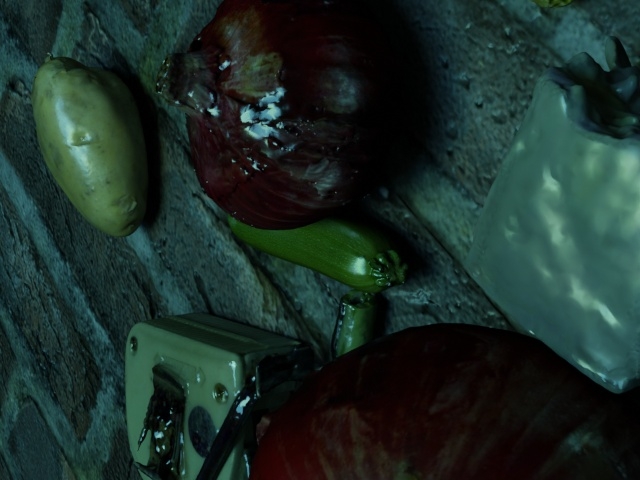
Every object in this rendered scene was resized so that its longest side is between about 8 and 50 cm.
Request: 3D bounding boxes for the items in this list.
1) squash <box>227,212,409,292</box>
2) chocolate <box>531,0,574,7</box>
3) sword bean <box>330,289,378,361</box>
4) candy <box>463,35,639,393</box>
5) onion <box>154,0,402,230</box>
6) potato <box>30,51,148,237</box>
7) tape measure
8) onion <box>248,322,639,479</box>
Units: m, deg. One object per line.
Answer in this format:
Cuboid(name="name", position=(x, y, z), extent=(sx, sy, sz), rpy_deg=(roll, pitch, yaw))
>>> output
Cuboid(name="squash", position=(0.000, 0.000, 1.088), extent=(0.258, 0.069, 0.069), rpy_deg=(21, 112, 45))
Cuboid(name="chocolate", position=(0.125, -0.257, 0.893), extent=(0.219, 0.086, 0.085), rpy_deg=(44, 128, 34))
Cuboid(name="sword bean", position=(0.010, 0.171, 1.114), extent=(0.043, 0.038, 0.269), rpy_deg=(-125, 43, -51))
Cuboid(name="candy", position=(0.210, -0.014, 0.775), extent=(0.185, 0.137, 0.195), rpy_deg=(45, 130, 38))
Cuboid(name="onion", position=(-0.045, -0.129, 1.005), extent=(0.252, 0.219, 0.252), rpy_deg=(-16, 71, 52))
Cuboid(name="potato", position=(-0.280, -0.126, 1.383), extent=(0.234, 0.128, 0.161), rpy_deg=(58, 151, 22))
Cuboid(name="tape measure", position=(-0.117, 0.210, 1.220), extent=(0.271, 0.133, 0.231), rpy_deg=(7, 101, 48))
Cuboid(name="onion", position=(0.091, 0.219, 0.803), extent=(0.341, 0.341, 0.341), rpy_deg=(11, 104, 50))
